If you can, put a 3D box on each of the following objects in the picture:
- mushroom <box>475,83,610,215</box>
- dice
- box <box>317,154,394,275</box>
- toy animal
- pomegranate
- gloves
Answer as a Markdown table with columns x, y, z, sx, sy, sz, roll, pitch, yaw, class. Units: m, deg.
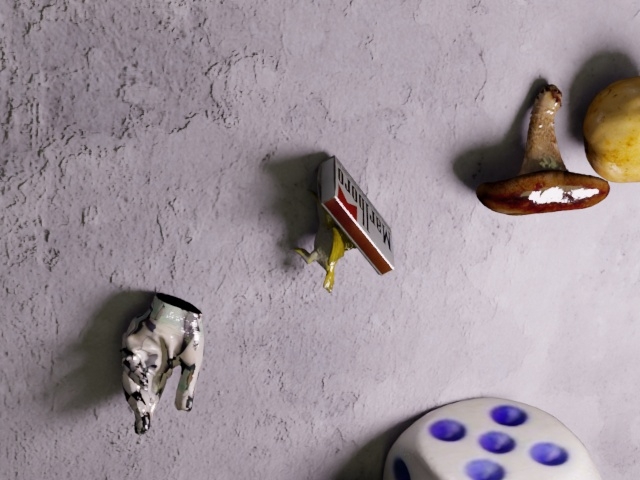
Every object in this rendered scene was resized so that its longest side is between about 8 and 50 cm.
| x | y | z | sx | sy | sz | roll | pitch | yaw | class |
| --- | --- | --- | --- | --- | --- | --- | --- | --- | --- |
| 0.366 | -0.154 | 1.670 | 0.227 | 0.148 | 0.217 | -5 | 89 | -15 | mushroom |
| 0.307 | 0.476 | 1.788 | 0.304 | 0.304 | 0.276 | -6 | 113 | -22 | dice |
| 0.058 | -0.039 | 1.573 | 0.036 | 0.115 | 0.177 | -27 | 123 | 21 | box |
| 0.000 | 0.000 | 1.580 | 0.095 | 0.219 | 0.155 | -40 | 85 | 15 | toy animal |
| 0.551 | -0.190 | 1.687 | 0.196 | 0.196 | 0.196 | -9 | 115 | -20 | pomegranate |
| -0.256 | 0.197 | 1.540 | 0.128 | 0.111 | 0.212 | 15 | 103 | -53 | gloves |
